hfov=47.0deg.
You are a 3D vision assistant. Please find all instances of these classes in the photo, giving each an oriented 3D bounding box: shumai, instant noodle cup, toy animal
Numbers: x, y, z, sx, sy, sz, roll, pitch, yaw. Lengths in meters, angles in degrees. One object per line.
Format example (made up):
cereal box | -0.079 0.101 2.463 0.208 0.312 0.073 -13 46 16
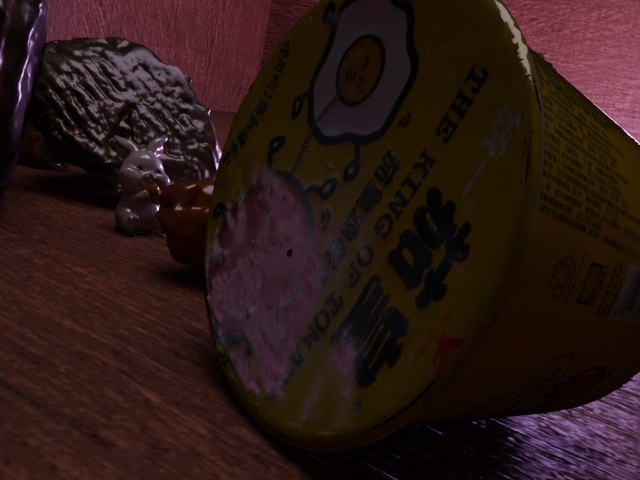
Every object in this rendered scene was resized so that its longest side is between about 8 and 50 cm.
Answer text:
shumai | -0.326 -0.150 1.179 0.346 0.217 0.283 38 -30 -3
instant noodle cup | 0.099 -0.004 0.554 0.254 0.325 0.325 14 8 -37
toy animal | -0.227 -0.072 0.945 0.071 0.124 0.085 1 13 -23

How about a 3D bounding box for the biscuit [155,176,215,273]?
biscuit | 0.000 0.000 0.866 0.318 0.110 0.312 14 11 13

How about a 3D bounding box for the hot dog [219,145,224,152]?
hot dog | -0.241 -0.157 1.475 0.289 0.068 0.083 10 34 -29

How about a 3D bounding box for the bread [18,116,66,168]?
bread | -0.526 -0.207 1.293 0.244 0.123 0.190 19 12 26

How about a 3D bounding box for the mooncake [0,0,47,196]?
mooncake | -0.441 -0.201 0.886 0.187 0.324 0.324 13 11 -20
